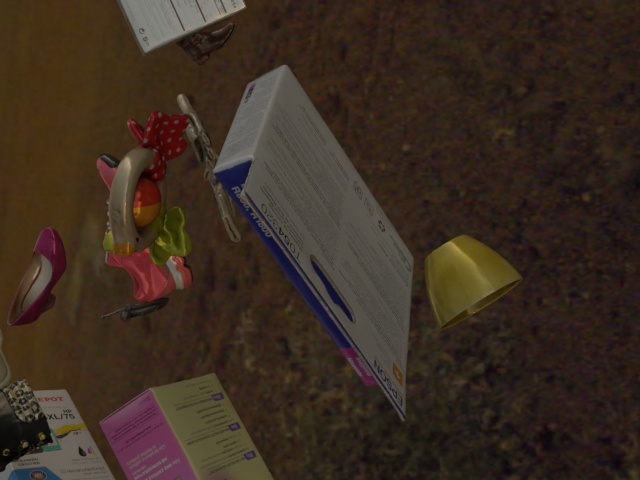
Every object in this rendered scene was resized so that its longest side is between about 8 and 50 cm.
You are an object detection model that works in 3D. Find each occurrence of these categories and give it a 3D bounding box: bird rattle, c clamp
[{"bbox_3d":[-0.272,-0.076,1.600,0.207,0.143,0.253,-57,-19,-69],"label":"bird rattle"},{"bbox_3d":[-0.376,0.140,2.051,0.160,0.137,0.022,124,126,-76],"label":"c clamp"}]

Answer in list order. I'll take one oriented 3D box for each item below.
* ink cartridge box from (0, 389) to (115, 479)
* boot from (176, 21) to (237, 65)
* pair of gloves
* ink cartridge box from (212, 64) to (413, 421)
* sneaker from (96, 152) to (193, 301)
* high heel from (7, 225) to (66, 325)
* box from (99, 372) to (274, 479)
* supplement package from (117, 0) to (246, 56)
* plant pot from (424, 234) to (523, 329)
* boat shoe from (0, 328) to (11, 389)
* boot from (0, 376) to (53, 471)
[{"bbox_3d":[-0.559,0.450,1.942,0.270,0.198,0.197,48,120,39],"label":"ink cartridge box"},{"bbox_3d":[-0.216,-0.372,1.744,0.106,0.114,0.037,-43,31,11],"label":"boot"},{"bbox_3d":[-0.196,-0.135,1.849,0.204,0.042,0.240,-115,4,-57],"label":"pair of gloves"},{"bbox_3d":[0.000,0.000,1.157,0.071,0.324,0.330,-24,25,21],"label":"ink cartridge box"},{"bbox_3d":[-0.367,-0.015,1.936,0.313,0.136,0.116,63,167,-19],"label":"sneaker"},{"bbox_3d":[-0.637,0.082,2.232,0.082,0.117,0.244,36,128,17],"label":"high heel"},{"bbox_3d":[-0.208,0.358,1.642,0.117,0.213,0.243,-35,78,18],"label":"box"},{"bbox_3d":[-0.223,-0.380,1.614,0.105,0.179,0.105,66,172,-10],"label":"supplement package"},{"bbox_3d":[0.197,0.049,1.396,0.095,0.134,0.134,58,142,13],"label":"plant pot"},{"bbox_3d":[-0.577,0.198,1.642,0.091,0.109,0.305,-46,26,0],"label":"boat shoe"},{"bbox_3d":[-0.435,0.306,1.336,0.236,0.179,0.085,59,154,20],"label":"boot"}]
